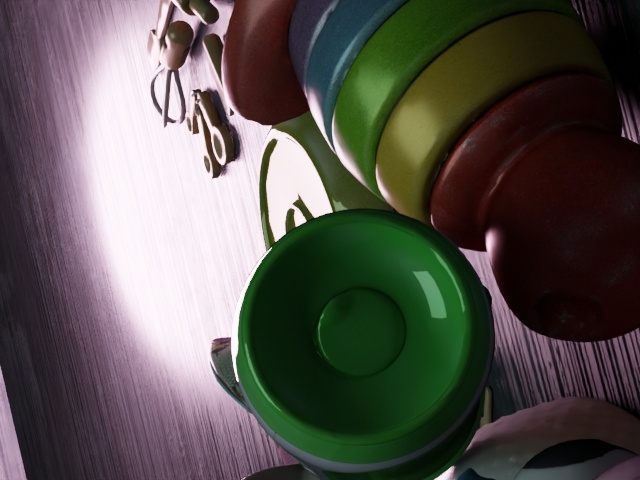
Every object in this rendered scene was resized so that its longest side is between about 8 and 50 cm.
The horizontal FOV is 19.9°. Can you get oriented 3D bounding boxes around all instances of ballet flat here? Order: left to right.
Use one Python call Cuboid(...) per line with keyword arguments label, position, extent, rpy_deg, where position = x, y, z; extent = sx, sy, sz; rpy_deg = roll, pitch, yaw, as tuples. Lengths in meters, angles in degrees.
Cuboid(label="ballet flat", position=(-0.021, 0.133, 1.533), extent=(0.221, 0.077, 0.079), rpy_deg=(52, 130, 41))

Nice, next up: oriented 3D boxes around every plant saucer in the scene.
Cuboid(label="plant saucer", position=(0.000, 0.000, 1.428), extent=(0.241, 0.037, 0.241), rpy_deg=(168, 90, -70))

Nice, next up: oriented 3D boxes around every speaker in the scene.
Cuboid(label="speaker", position=(0.027, 0.066, 0.959), extent=(0.296, 0.131, 0.131), rpy_deg=(71, -178, -78))

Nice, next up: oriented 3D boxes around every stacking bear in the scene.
Cuboid(label="stacking bear", position=(0.091, -0.061, 0.987), extent=(0.289, 0.175, 0.164), rpy_deg=(52, 156, 33))

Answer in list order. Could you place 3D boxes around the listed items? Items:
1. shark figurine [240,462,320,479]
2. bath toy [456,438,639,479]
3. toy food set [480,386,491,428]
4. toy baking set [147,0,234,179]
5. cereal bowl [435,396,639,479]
Cuboid(label="shark figurine", position=(0.034, 0.247, 1.313), extent=(0.116, 0.166, 0.278), rpy_deg=(12, 114, 58))
Cuboid(label="bath toy", position=(0.147, 0.127, 0.802), extent=(0.129, 0.151, 0.348), rpy_deg=(42, 143, -19))
Cuboid(label="toy food set", position=(0.083, 0.101, 1.284), extent=(0.122, 0.019, 0.078), rpy_deg=(-133, 36, -55))
Cuboid(label="toy baking set", position=(-0.133, -0.168, 1.697), extent=(0.256, 0.030, 0.197), rpy_deg=(-128, 32, -50))
Cuboid(label="cereal bowl", position=(0.134, 0.271, 1.074), extent=(0.339, 0.141, 0.339), rpy_deg=(168, 90, -69))
